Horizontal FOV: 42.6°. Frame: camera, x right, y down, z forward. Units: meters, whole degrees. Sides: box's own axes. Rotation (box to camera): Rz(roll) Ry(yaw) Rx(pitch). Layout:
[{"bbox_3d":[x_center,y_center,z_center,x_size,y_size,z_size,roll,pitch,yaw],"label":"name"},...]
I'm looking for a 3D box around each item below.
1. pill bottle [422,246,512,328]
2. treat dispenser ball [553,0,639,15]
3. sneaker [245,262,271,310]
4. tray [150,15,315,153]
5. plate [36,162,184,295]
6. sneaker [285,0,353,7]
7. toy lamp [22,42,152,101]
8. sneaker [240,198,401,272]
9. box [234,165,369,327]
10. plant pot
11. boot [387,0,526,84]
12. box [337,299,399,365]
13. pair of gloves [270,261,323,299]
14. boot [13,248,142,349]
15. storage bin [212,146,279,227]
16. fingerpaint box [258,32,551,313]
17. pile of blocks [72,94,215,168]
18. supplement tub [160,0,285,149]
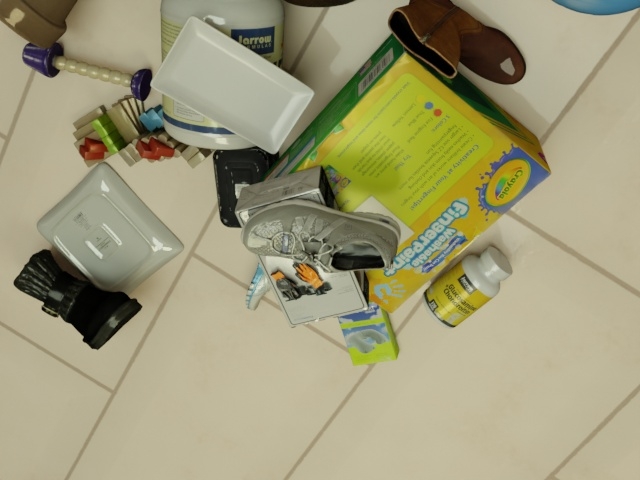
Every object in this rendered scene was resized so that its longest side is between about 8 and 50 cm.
[{"bbox_3d":[0.312,0.097,1.732,0.103,0.103,0.184,43,117,-7],"label":"pill bottle"},{"bbox_3d":[0.461,-0.508,1.309,0.288,0.288,0.288,6,115,12],"label":"treat dispenser ball"},{"bbox_3d":[-0.113,0.088,1.859,0.083,0.071,0.190,21,118,-2],"label":"sneaker"},{"bbox_3d":[-0.155,-0.276,1.472,0.270,0.030,0.145,27,104,-28],"label":"tray"},{"bbox_3d":[-0.507,-0.002,1.932,0.277,0.045,0.278,-36,101,26],"label":"plate"},{"bbox_3d":[0.055,-0.524,1.533,0.290,0.106,0.123,-10,76,27],"label":"sneaker"},{"bbox_3d":[-0.498,-0.366,1.744,0.275,0.080,0.080,15,117,5],"label":"toy lamp"},{"bbox_3d":[0.000,0.000,1.417,0.281,0.115,0.105,1,124,3],"label":"sneaker"},{"bbox_3d":[-0.029,0.018,1.555,0.169,0.087,0.290,-16,122,14],"label":"box"},{"bbox_3d":[-0.546,-0.546,1.599,0.229,0.263,0.263,-39,101,7],"label":"plant pot"},{"bbox_3d":[0.251,-0.341,1.443,0.264,0.280,0.096,45,117,-8],"label":"boot"},{"bbox_3d":[0.104,0.195,1.866,0.109,0.042,0.178,-12,112,19],"label":"box"},{"bbox_3d":[-0.044,0.075,1.534,0.083,0.010,0.074,-28,118,22],"label":"pair of gloves"},{"bbox_3d":[-0.569,0.125,1.888,0.260,0.131,0.348,47,150,-10],"label":"boot"},{"bbox_3d":[-0.154,-0.123,1.762,0.122,0.084,0.180,2,114,13],"label":"storage bin"},{"bbox_3d":[0.148,-0.125,1.600,0.371,0.163,0.445,34,119,-19],"label":"fingerpaint box"},{"bbox_3d":[-0.382,-0.227,1.757,0.362,0.112,0.149,0,114,14],"label":"pile of blocks"},{"bbox_3d":[-0.188,-0.361,1.574,0.235,0.235,0.324,9,116,10],"label":"supplement tub"}]
